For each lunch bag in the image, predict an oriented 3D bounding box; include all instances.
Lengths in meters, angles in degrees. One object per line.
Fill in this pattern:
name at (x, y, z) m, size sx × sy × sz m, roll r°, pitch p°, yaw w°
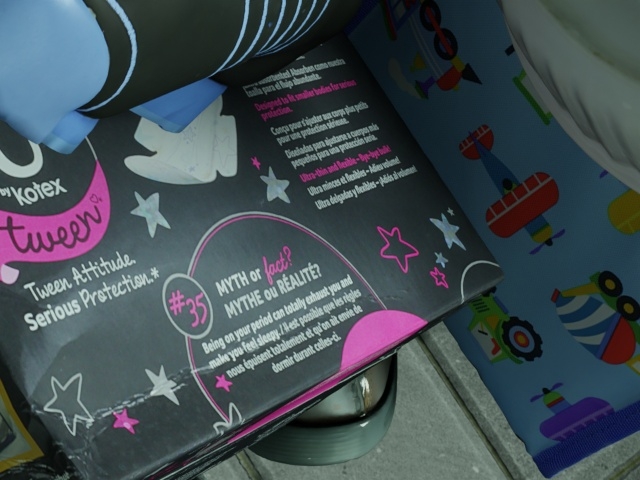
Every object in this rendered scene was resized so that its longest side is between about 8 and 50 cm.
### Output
lunch bag at (0.134, -0.059, 0.672) m, size 0.138 × 0.221 × 0.293 m, roll -31°, pitch 174°, yaw -25°

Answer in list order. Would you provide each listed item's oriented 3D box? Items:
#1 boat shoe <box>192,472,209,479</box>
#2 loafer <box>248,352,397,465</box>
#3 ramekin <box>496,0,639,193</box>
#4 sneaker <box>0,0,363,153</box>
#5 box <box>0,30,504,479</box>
boat shoe at (-0.172, 0.198, 0.777) m, size 0.306 × 0.113 × 0.105 m, roll -29°, pitch 173°, yaw -27°
loafer at (0.000, 0.000, 0.816) m, size 0.096 × 0.084 × 0.267 m, roll -2°, pitch -152°, yaw -1°
ramekin at (0.140, -0.105, 0.494) m, size 0.207 × 0.207 × 0.109 m, roll -35°, pitch 164°, yaw 14°
sneaker at (-0.036, -0.077, 0.410) m, size 0.090 × 0.081 × 0.232 m, roll -37°, pitch 180°, yaw 8°
box at (-0.083, 0.019, 0.581) m, size 0.163 × 0.142 × 0.247 m, roll -36°, pitch 172°, yaw 33°
